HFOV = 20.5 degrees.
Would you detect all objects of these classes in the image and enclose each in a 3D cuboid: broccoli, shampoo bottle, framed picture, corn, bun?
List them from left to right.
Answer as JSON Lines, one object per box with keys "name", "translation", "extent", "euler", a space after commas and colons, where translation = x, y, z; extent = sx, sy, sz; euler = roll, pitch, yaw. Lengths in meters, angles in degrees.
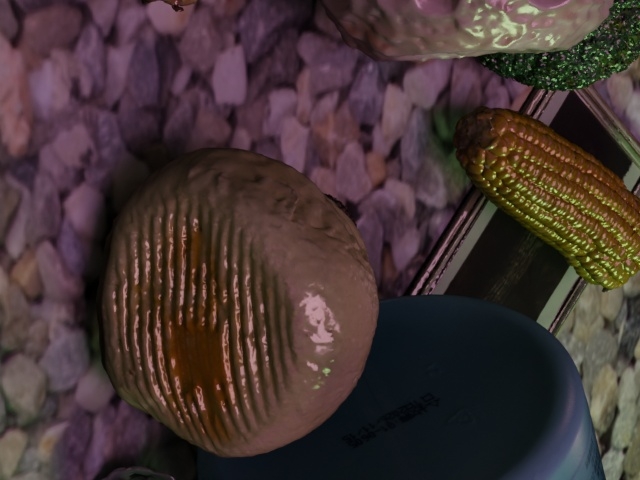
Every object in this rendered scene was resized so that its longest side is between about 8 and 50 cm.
{"name": "bun", "translation": [-0.062, 0.042, 1.372], "extent": [0.153, 0.244, 0.244], "euler": [-25, 126, -59]}
{"name": "shampoo bottle", "translation": [0.090, 0.270, 1.511], "extent": [0.331, 0.331, 0.343], "euler": [-36, 129, -27]}
{"name": "framed picture", "translation": [0.215, -0.008, 1.733], "extent": [0.231, 0.018, 0.293], "euler": [40, 79, -45]}
{"name": "corn", "translation": [0.222, -0.043, 1.648], "extent": [0.291, 0.101, 0.101], "euler": [33, 84, -41]}
{"name": "broccoli", "translation": [0.222, -0.209, 1.555], "extent": [0.195, 0.195, 0.156], "euler": [-2, 89, -43]}

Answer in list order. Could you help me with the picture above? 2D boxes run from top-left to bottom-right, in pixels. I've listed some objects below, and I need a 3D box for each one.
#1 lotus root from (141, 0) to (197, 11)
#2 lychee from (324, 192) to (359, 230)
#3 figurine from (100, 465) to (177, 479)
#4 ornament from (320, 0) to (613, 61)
{"name": "lotus root", "translation": [-0.084, -0.331, 1.217], "extent": [0.169, 0.151, 0.343], "euler": [-2, 108, -30]}
{"name": "lychee", "translation": [0.000, 0.000, 1.502], "extent": [0.067, 0.068, 0.083], "euler": [-64, 159, -71]}
{"name": "figurine", "translation": [-0.153, 0.230, 1.448], "extent": [0.082, 0.094, 0.086], "euler": [-77, -175, -45]}
{"name": "ornament", "translation": [0.108, -0.253, 1.362], "extent": [0.259, 0.259, 0.225], "euler": [-7, 96, -42]}
